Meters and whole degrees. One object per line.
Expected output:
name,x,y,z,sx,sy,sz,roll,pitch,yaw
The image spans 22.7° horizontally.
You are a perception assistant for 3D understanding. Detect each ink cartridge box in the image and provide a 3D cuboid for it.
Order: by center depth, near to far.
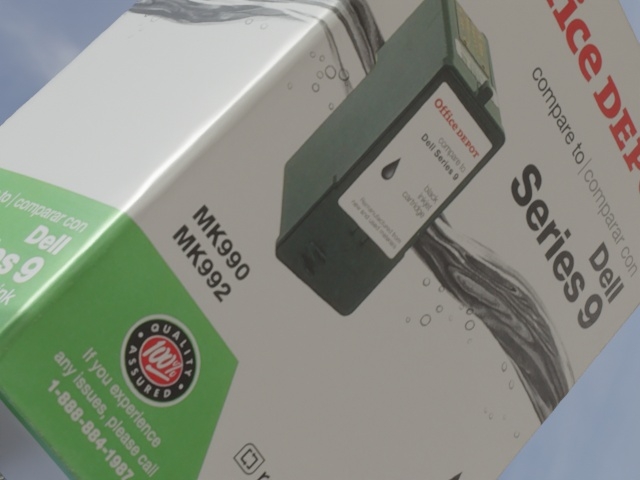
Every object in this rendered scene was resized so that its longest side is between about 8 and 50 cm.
ink cartridge box,0.000,0.000,0.622,0.289,0.122,0.211,-47,-55,-21

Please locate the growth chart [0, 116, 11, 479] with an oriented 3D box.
growth chart,-0.172,0.066,0.878,0.021,0.172,0.237,1,-50,-20
